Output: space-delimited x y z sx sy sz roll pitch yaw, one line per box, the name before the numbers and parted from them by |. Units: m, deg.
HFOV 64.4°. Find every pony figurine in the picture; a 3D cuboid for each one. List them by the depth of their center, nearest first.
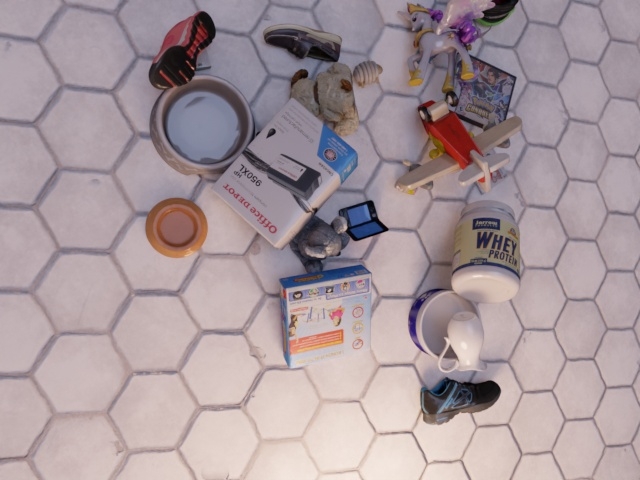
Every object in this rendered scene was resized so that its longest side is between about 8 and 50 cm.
pony figurine | 0.464 -0.730 1.847 0.350 0.303 0.364 -4 75 10

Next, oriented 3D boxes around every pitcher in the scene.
pitcher | 0.499 0.370 1.823 0.177 0.125 0.207 -12 105 -2

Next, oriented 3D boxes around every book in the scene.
book | -0.445 -0.607 1.681 0.144 0.035 0.096 -16 90 -17

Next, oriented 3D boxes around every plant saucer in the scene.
plant saucer | -0.469 -0.042 1.666 0.199 0.037 0.200 0 89 -18

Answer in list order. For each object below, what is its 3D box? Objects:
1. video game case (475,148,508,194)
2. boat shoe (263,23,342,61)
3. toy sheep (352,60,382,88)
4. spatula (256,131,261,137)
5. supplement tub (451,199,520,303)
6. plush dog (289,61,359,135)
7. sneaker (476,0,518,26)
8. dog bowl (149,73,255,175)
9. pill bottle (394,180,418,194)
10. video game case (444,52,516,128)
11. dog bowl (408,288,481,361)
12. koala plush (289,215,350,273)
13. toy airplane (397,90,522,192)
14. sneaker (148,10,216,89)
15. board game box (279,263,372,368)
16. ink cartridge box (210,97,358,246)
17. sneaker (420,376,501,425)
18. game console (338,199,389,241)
video game case | 0.663 -0.286 2.032 0.143 0.019 0.157 -34 100 -15
boat shoe | -0.058 -0.680 1.768 0.285 0.103 0.093 1 85 -23
toy sheep | 0.165 -0.606 1.846 0.132 0.091 0.091 -21 96 -11
spatula | -0.082 -0.337 1.793 0.296 0.030 0.084 13 85 -17
supplement tub | 0.605 0.040 1.858 0.235 0.235 0.325 22 58 -16
plush dog | 0.004 -0.491 1.756 0.225 0.210 0.263 -9 91 9
sneaker | 0.556 -1.018 1.908 0.482 0.202 0.185 29 81 -15
dog bowl | -0.378 -0.379 1.664 0.348 0.102 0.349 0 90 -18
pill bottle | 0.321 -0.201 1.912 0.083 0.043 0.044 14 86 -17
video game case | 0.633 -0.582 2.017 0.274 0.035 0.248 18 84 -16
dog bowl | 0.469 0.315 1.923 0.264 0.104 0.265 0 90 -17
koala plush | 0.000 0.000 1.716 0.196 0.221 0.203 -46 102 -12
toy airplane | 0.507 -0.318 1.853 0.385 0.272 0.385 13 71 16
sneaker | -0.452 -0.587 1.602 0.116 0.136 0.314 54 54 -45
board game box | 0.020 0.257 1.739 0.308 0.086 0.302 -8 112 -19
ink cartridge box | -0.111 -0.206 1.646 0.285 0.166 0.395 41 88 6
sneaker | 0.535 0.584 1.932 0.340 0.125 0.140 -14 89 -19
game console | 0.156 -0.074 1.837 0.143 0.085 0.124 -18 95 -17
